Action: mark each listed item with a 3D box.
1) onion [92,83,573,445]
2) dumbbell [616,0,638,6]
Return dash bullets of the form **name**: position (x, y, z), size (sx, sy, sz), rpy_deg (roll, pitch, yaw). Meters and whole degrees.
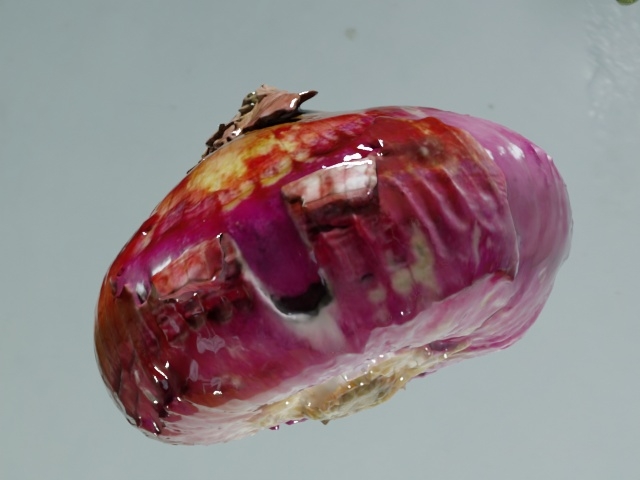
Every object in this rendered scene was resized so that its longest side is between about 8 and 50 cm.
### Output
- **onion**: position (0.000, 0.000, 0.706), size (0.230, 0.230, 0.163), rpy_deg (-24, 71, 26)
- **dumbbell**: position (0.287, -0.224, 1.220), size (0.118, 0.052, 0.046), rpy_deg (-14, 100, 37)
